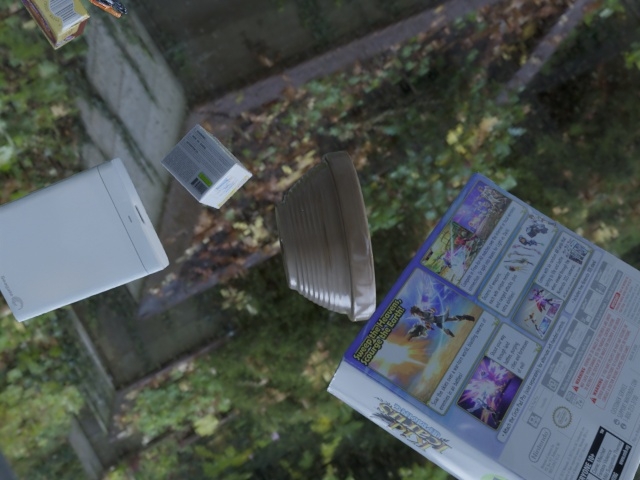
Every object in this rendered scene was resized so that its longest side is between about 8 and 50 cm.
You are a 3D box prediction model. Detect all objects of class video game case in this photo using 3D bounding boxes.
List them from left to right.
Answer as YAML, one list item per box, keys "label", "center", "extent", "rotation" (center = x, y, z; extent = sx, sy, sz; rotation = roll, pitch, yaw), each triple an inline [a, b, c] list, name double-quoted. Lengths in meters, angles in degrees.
- label: "video game case"
  center: [0.176, 0.093, 0.819]
  extent: [0.269, 0.244, 0.061]
  rotation: [-50, 169, -38]

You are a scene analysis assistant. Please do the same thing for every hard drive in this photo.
- label: "hard drive"
  center: [-0.504, 0.004, 1.855]
  extent: [0.353, 0.233, 0.047]
  rotation: [-20, -167, 18]

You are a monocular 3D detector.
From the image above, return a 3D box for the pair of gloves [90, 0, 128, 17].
- label: "pair of gloves"
  center: [-0.310, -0.341, 1.323]
  extent: [0.010, 0.074, 0.083]
  rotation: [-64, -156, -4]

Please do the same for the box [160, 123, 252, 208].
- label: "box"
  center: [-0.221, -0.142, 1.846]
  extent: [0.103, 0.114, 0.203]
  rotation: [-45, 175, 2]

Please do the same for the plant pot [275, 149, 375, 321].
- label: "plant pot"
  center: [0.000, 0.000, 1.289]
  extent: [0.109, 0.238, 0.237]
  rotation: [-9, 167, -4]

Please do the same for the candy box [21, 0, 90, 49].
- label: "candy box"
  center: [-0.372, -0.345, 1.198]
  extent: [0.053, 0.187, 0.109]
  rotation: [-37, -167, -14]
